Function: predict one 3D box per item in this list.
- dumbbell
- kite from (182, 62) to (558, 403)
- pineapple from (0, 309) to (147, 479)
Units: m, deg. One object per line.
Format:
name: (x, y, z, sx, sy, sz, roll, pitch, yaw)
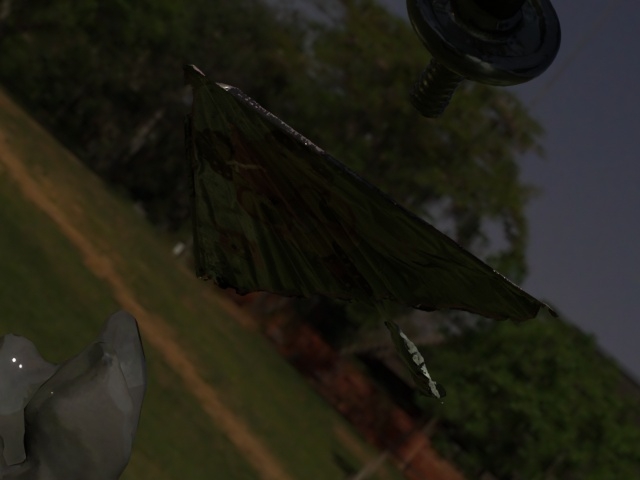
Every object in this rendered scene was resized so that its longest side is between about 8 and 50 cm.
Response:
dumbbell: (0.097, -0.136, 0.720, 0.110, 0.110, 0.254, 41, -39, 8)
kite: (0.000, 0.000, 0.913, 0.323, 0.013, 0.268, 2, -45, 53)
pineapple: (-0.141, 0.065, 0.339, 0.357, 0.223, 0.223, 30, 3, -37)
